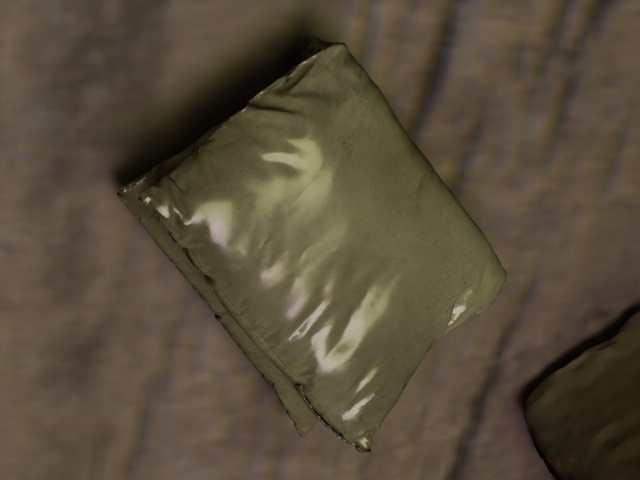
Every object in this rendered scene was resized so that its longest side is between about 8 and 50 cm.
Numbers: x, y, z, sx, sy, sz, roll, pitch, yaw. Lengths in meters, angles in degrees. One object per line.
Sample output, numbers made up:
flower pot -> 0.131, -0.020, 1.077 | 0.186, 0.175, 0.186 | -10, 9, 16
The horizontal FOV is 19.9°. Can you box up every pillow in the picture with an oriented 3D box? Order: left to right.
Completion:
pillow -> 0.000, 0.000, 0.880 | 0.134, 0.078, 0.181 | -42, 119, -7

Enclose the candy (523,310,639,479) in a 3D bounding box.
candy -> 0.282, 0.079, 0.984 | 0.320, 0.179, 0.135 | -37, 121, -7
